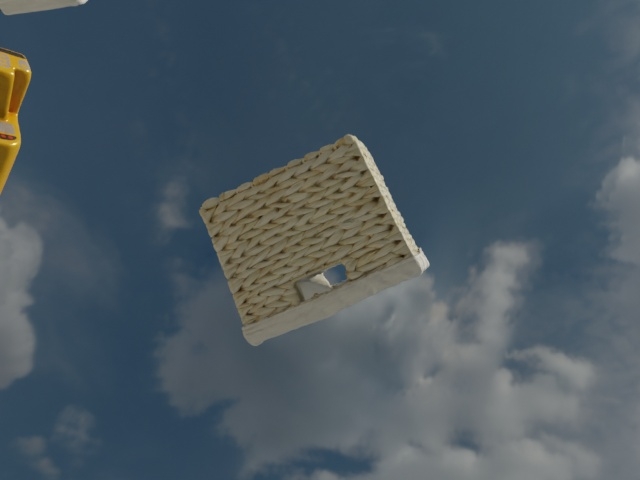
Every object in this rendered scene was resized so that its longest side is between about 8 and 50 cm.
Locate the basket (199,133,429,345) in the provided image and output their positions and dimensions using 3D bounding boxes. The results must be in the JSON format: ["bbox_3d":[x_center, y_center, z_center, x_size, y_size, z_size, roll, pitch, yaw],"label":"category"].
[{"bbox_3d":[0.000,0.000,1.293,0.328,0.331,0.266,-24,-95,9],"label":"basket"}]

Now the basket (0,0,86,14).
[{"bbox_3d":[-0.240,-0.301,0.653,0.113,0.167,0.103,4,-44,29],"label":"basket"}]

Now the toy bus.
[{"bbox_3d":[-0.489,-0.099,0.928,0.332,0.108,0.130,-53,-135,28],"label":"toy bus"}]
